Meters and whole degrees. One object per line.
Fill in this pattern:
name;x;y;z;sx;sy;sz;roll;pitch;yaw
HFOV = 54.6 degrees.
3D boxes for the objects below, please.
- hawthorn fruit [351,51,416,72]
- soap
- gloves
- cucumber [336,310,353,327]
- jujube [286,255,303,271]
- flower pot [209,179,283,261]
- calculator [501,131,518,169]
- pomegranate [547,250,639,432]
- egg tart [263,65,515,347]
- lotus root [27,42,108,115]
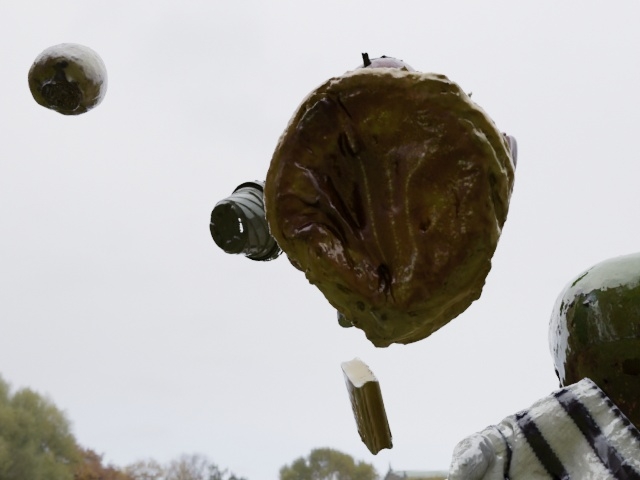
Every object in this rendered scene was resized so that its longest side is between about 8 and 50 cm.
hawthorn fruit;0.183;-0.374;1.770;0.315;0.316;0.316;-2;-30;-1
soap;0.150;0.531;2.002;0.089;0.173;0.274;-18;-68;-11
gloves;0.146;0.208;0.466;0.218;0.140;0.131;-36;-11;3
cucumber;0.067;0.162;1.554;0.064;0.112;0.064;3;-34;2
jujube;0.000;0.000;2.042;0.255;0.190;0.190;-29;-15;-33
flower pot;-0.209;-0.043;1.684;0.235;0.236;0.140;-30;-9;39
calculator;0.387;-0.167;1.331;0.024;0.166;0.103;21;-36;-13
pomegranate;0.459;0.125;0.815;0.323;0.291;0.290;-44;-44;14
egg tart;0.099;-0.062;0.851;0.340;0.351;0.153;-53;-9;9
lotus root;-0.464;-0.305;1.154;0.138;0.214;0.139;-5;-63;-9
